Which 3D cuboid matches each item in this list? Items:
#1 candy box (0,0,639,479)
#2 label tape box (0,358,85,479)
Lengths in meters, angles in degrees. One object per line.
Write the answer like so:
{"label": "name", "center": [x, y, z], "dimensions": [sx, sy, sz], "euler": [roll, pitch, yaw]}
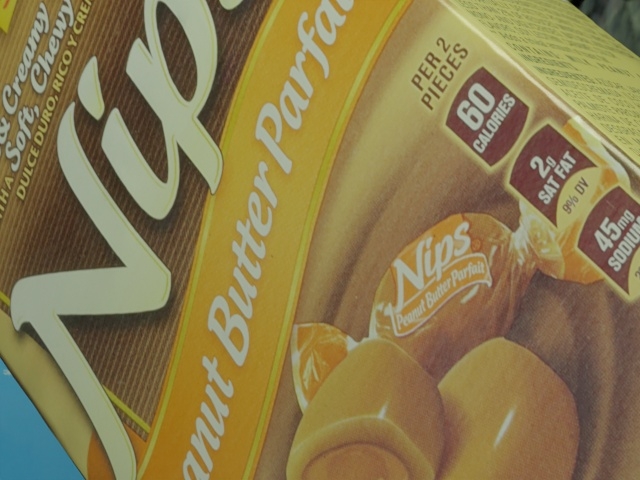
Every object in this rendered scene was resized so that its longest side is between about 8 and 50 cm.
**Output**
{"label": "candy box", "center": [0.000, 0.000, 0.527], "dimensions": [0.316, 0.087, 0.183], "euler": [47, 116, 37]}
{"label": "label tape box", "center": [-0.201, 0.080, 0.940], "dimensions": [0.347, 0.249, 0.115], "euler": [-151, 74, -68]}
